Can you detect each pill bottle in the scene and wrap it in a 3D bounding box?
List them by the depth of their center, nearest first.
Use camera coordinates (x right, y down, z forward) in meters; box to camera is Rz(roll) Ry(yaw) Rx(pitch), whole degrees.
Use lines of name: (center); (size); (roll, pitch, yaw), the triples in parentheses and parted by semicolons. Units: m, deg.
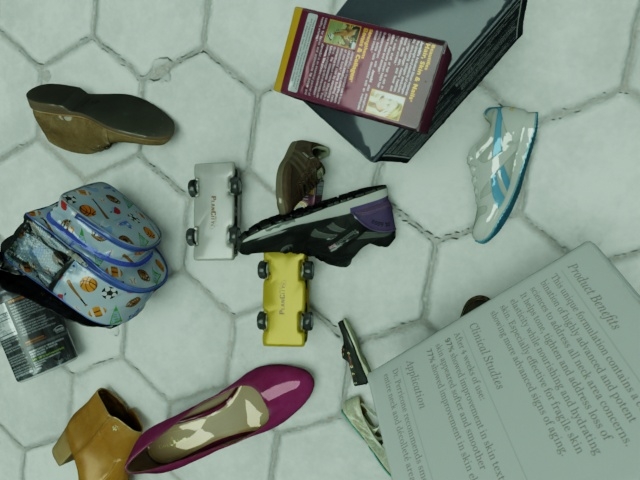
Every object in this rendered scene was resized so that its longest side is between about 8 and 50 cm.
pill bottle: (-0.630, 0.167, 1.243); (0.130, 0.130, 0.245); (-22, 91, 18)

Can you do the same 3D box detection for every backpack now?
backpack: (-0.423, 0.027, 1.109); (0.213, 0.276, 0.263); (-42, 98, 19)

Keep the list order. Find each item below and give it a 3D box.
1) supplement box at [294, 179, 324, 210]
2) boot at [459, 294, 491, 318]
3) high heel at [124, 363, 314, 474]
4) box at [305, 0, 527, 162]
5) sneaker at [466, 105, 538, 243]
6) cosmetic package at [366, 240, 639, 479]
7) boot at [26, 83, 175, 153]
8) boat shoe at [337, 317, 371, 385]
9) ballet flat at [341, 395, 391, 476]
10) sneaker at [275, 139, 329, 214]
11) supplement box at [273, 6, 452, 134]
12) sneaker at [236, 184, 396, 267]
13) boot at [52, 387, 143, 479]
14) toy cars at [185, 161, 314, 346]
supplement box: (-0.029, -0.074, 1.074); (0.055, 0.043, 0.083); (9, 99, 16)
boot: (0.253, 0.209, 0.995); (0.082, 0.106, 0.219); (10, 100, 15)
high heel: (-0.189, 0.356, 1.108); (0.377, 0.181, 0.127); (-31, 88, 18)
box: (0.141, -0.281, 0.864); (0.183, 0.294, 0.296); (43, 106, 7)
sneaker: (0.287, -0.108, 0.959); (0.092, 0.087, 0.228); (18, 95, 21)
cosmetic package: (0.335, 0.288, 0.804); (0.394, 0.329, 0.327); (-35, 123, 18)
boot: (-0.431, -0.227, 1.163); (0.305, 0.112, 0.115); (14, 132, 10)
boat shoe: (0.058, 0.211, 1.084); (0.042, 0.049, 0.133); (-20, 96, 10)
ballet flat: (0.105, 0.368, 1.090); (0.052, 0.057, 0.168); (-39, 86, 8)
sneaker: (-0.030, -0.117, 1.003); (0.071, 0.188, 0.066); (0, 134, 11)
supplement box: (0.052, -0.204, 0.702); (0.188, 0.081, 0.104); (19, 102, 14)
sneaker: (0.000, 0.000, 1.002); (0.283, 0.107, 0.124); (-17, 100, -8)
boot: (-0.440, 0.482, 1.243); (0.295, 0.104, 0.211); (47, 108, 10)
toy cars: (-0.128, 0.024, 1.099); (0.176, 0.087, 0.393); (-41, 81, 5)
